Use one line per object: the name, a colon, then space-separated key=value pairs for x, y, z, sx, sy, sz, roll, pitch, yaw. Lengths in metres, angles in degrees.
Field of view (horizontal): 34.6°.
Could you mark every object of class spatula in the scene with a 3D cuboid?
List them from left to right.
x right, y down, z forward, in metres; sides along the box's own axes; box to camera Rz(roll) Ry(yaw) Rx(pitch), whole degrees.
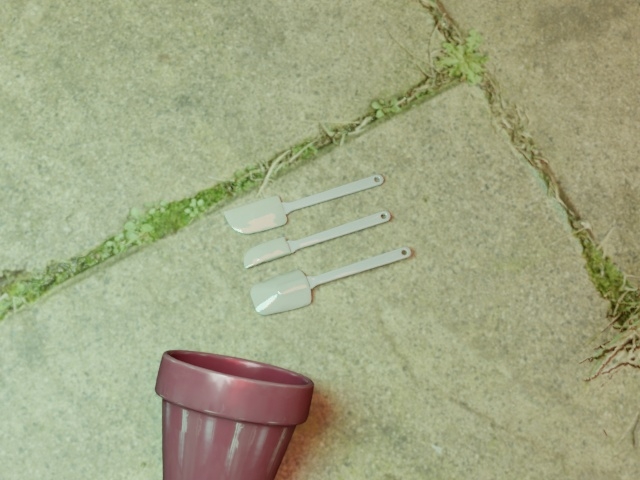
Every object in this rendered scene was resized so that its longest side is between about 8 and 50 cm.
spatula: x=0.000 y=0.000 z=1.483 sx=0.242 sy=0.019 sz=0.168 roll=-17 pitch=72 yaw=-12

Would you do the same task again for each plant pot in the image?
plant pot: x=-0.121 y=0.248 z=1.317 sx=0.201 sy=0.201 sz=0.180 roll=11 pitch=89 yaw=-4
